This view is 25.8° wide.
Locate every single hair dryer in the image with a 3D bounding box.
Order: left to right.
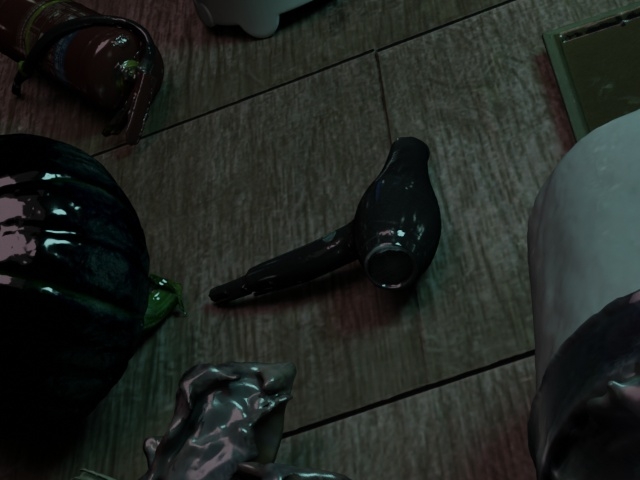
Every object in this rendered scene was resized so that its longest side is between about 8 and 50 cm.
[{"bbox_3d":[0.000,0.000,1.172,0.219,0.075,0.195,-23,25,19],"label":"hair dryer"}]

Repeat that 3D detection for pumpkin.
[{"bbox_3d":[-0.217,0.043,1.141,0.248,0.248,0.248,-17,36,13],"label":"pumpkin"}]

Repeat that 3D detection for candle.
[{"bbox_3d":[0.227,0.048,0.820,0.221,0.221,0.343,-15,37,16],"label":"candle"}]

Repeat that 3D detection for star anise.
[{"bbox_3d":[-0.091,0.190,0.939,0.257,0.111,0.198,-41,37,-9],"label":"star anise"}]

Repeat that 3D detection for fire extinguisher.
[{"bbox_3d":[-0.271,-0.198,1.559,0.341,0.105,0.141,32,104,50],"label":"fire extinguisher"}]

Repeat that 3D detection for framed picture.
[{"bbox_3d":[0.365,-0.159,1.160,0.335,0.022,0.247,-18,37,12],"label":"framed picture"}]

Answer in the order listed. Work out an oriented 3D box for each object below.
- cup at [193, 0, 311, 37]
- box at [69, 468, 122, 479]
[{"bbox_3d":[-0.085,-0.402,1.561,0.219,0.258,0.290,-28,35,-10],"label":"cup"},{"bbox_3d":[-0.052,0.247,0.716,0.290,0.166,0.221,9,73,57],"label":"box"}]
